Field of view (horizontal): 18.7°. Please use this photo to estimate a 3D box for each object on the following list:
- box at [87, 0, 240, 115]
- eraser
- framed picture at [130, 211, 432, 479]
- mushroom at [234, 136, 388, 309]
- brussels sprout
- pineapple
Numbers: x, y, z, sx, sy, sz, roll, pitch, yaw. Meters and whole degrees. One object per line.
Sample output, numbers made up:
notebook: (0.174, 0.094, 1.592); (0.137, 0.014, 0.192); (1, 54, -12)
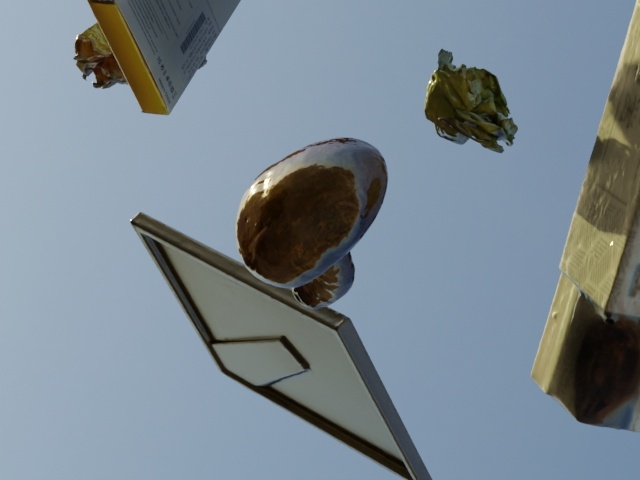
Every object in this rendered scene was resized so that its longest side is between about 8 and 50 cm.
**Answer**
box: (-0.104, -0.231, 1.587); (0.033, 0.247, 0.129); (6, -41, 29)
eraser: (0.252, -0.069, 1.326); (0.096, 0.098, 0.404); (-128, -130, -64)
framed picture: (-0.036, 0.094, 1.696); (0.289, 0.016, 0.213); (25, -29, 45)
mushroom: (-0.011, -0.003, 1.047); (0.129, 0.073, 0.088); (109, -9, -53)
brussels sprout: (0.114, -0.097, 1.464); (0.085, 0.085, 0.058); (44, -73, 36)
pineapple: (-0.184, -0.205, 2.028); (0.069, 0.137, 0.116); (87, 6, -57)
